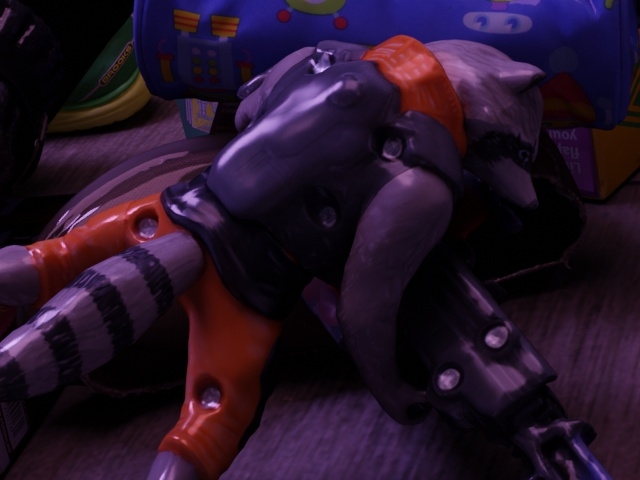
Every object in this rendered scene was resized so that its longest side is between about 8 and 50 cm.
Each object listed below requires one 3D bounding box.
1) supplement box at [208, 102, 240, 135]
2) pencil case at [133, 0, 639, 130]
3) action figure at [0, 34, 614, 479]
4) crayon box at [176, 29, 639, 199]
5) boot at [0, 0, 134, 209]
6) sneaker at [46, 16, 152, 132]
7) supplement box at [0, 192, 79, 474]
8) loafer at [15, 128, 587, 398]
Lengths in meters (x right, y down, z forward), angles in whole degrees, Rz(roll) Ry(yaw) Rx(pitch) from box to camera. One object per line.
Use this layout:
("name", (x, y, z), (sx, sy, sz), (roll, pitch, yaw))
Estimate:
("supplement box", (-0.001, -0.101, 1.265), (0.081, 0.188, 0.104), (8, -13, 36))
("pencil case", (0.044, -0.139, 1.140), (0.306, 0.133, 0.119), (4, -9, 8))
("action figure", (-0.002, 0.027, 0.943), (0.330, 0.178, 0.341), (-41, 58, -11))
("crayon box", (0.118, -0.157, 1.453), (0.363, 0.106, 0.313), (8, 30, 35))
("boot", (-0.192, -0.132, 1.157), (0.131, 0.348, 0.260), (29, 24, -2))
("sneaker", (-0.283, -0.143, 1.567), (0.296, 0.123, 0.109), (-11, 25, 1))
("supplement box", (-0.217, 0.053, 1.178), (0.130, 0.073, 0.239), (-4, 24, 15))
("loafer", (0.000, 0.000, 1.128), (0.366, 0.133, 0.130), (-20, 26, -20))
